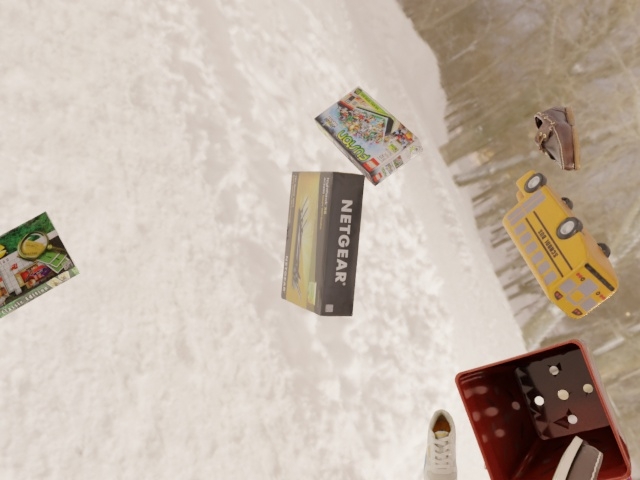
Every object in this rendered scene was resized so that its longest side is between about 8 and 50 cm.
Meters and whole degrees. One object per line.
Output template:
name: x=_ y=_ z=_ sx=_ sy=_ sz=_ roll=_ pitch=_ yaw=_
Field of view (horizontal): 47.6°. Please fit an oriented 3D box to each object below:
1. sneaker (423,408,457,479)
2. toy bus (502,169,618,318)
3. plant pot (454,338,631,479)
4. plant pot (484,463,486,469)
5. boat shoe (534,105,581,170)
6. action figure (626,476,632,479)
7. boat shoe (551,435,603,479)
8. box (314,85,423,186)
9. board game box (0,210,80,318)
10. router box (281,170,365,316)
sneaker: x=0.300 y=0.533 z=1.820 sx=0.229 sy=0.087 sz=0.092 roll=-83 pitch=167 yaw=-50
toy bus: x=0.461 y=-0.005 z=1.428 sx=0.108 sy=0.130 sz=0.333 roll=36 pitch=22 yaw=-26
plant pot: x=0.476 y=0.346 z=1.491 sx=0.235 sy=0.267 sz=0.268 roll=-5 pitch=74 yaw=-59
plant pot: x=0.440 y=0.469 z=1.685 sx=0.109 sy=0.109 sz=0.096 roll=95 pitch=0 yaw=-46
boat shoe: x=0.406 y=-0.173 z=1.247 sx=0.207 sy=0.073 sz=0.073 roll=-67 pitch=151 yaw=-60
action figure: x=0.630 y=0.492 z=1.527 sx=0.115 sy=0.038 sz=0.030 roll=50 pitch=41 yaw=-13
boat shoe: x=0.324 y=0.419 z=0.948 sx=0.324 sy=0.096 sz=0.117 roll=-60 pitch=152 yaw=-28
box: x=0.087 y=-0.200 z=1.368 sx=0.207 sy=0.114 sz=0.036 roll=50 pitch=-5 yaw=39
board game box: x=-0.523 y=0.066 z=1.141 sx=0.136 sy=0.259 sz=0.030 roll=50 pitch=-16 yaw=33
router box: x=0.000 y=0.000 z=1.627 sx=0.243 sy=0.081 sz=0.309 roll=-169 pitch=-97 yaw=-66
